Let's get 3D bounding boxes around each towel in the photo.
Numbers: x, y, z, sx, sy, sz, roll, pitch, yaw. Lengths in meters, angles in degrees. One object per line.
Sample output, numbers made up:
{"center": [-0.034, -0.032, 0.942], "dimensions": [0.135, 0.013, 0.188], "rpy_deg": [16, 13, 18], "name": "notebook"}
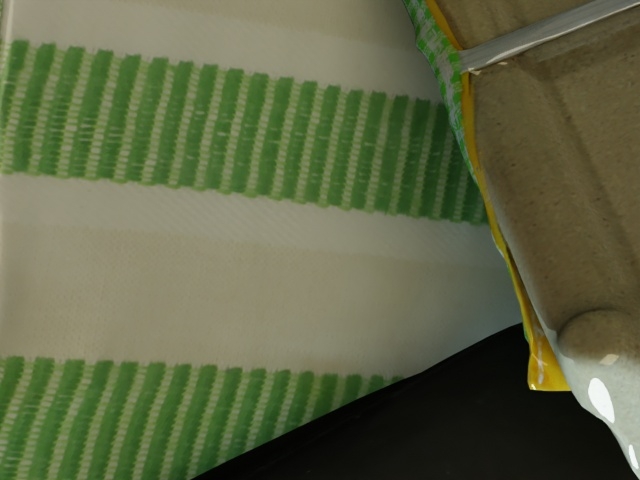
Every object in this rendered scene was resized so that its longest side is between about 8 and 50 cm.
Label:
{"center": [0.000, 0.000, 0.503], "dimensions": [0.248, 0.038, 0.324], "rpy_deg": [6, 88, -30], "name": "towel"}

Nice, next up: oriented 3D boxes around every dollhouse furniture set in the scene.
{"center": [0.184, -0.043, 0.448], "dimensions": [0.302, 0.151, 0.197], "rpy_deg": [-21, 51, 5], "name": "dollhouse furniture set"}

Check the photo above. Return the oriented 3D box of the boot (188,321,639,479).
{"center": [0.095, 0.196, 0.426], "dimensions": [0.445, 0.146, 0.367], "rpy_deg": [-25, 81, -30], "name": "boot"}
